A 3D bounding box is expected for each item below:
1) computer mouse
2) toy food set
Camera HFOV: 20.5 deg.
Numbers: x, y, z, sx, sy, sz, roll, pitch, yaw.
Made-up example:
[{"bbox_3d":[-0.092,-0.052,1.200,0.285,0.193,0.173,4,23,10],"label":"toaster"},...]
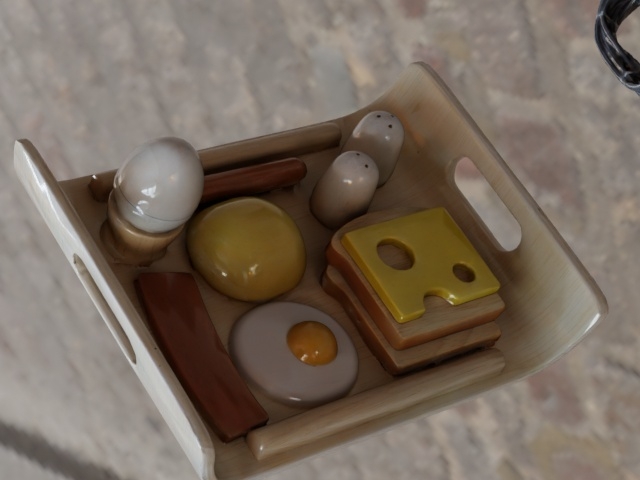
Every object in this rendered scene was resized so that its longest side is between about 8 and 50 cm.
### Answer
[{"bbox_3d":[0.162,-0.158,0.862,0.041,0.242,0.071,22,140,-25],"label":"computer mouse"},{"bbox_3d":[0.000,0.000,1.030,0.219,0.306,0.092,55,140,25],"label":"toy food set"}]
